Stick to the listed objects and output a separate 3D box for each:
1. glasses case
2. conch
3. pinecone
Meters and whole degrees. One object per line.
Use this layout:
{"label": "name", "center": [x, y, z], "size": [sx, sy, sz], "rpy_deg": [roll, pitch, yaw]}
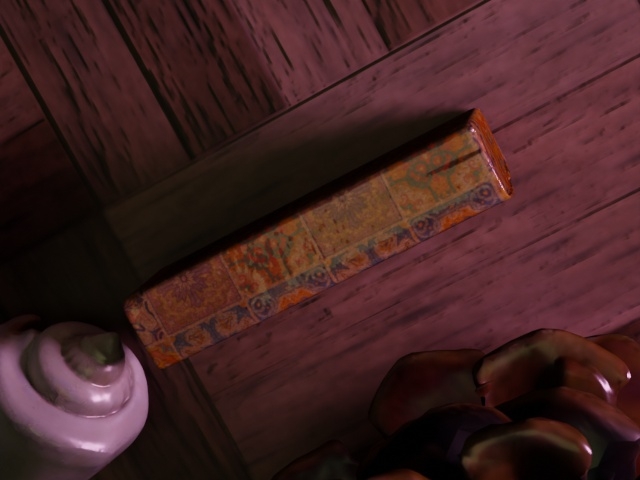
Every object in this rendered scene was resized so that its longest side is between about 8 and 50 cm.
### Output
{"label": "glasses case", "center": [0.000, 0.000, 0.741], "size": [0.218, 0.075, 0.049], "rpy_deg": [-27, 96, 15]}
{"label": "conch", "center": [-0.171, 0.110, 0.808], "size": [0.104, 0.094, 0.176], "rpy_deg": [32, 133, -10]}
{"label": "pinecone", "center": [0.117, 0.204, 0.596], "size": [0.384, 0.384, 0.384], "rpy_deg": [2, 101, 11]}
